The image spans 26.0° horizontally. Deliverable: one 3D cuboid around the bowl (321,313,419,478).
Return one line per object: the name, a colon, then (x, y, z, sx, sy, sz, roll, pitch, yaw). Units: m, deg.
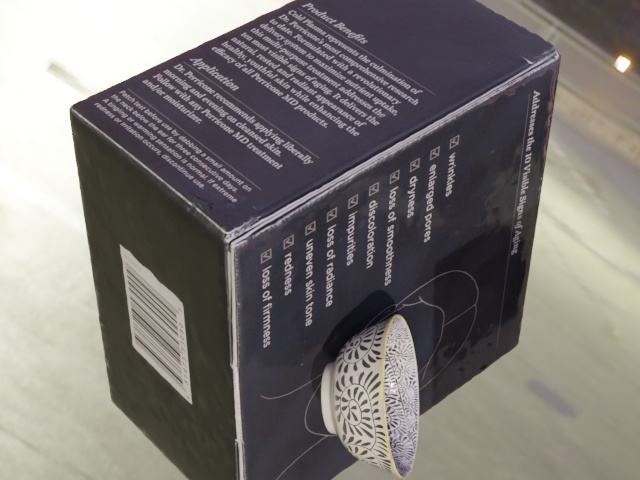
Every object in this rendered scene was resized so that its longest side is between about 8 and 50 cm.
bowl: (0.048, 0.164, 1.445, 0.080, 0.170, 0.170, -4, 5, 16)

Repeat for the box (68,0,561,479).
box: (0.000, 0.000, 1.621, 0.471, 0.480, 0.297, -29, 50, -29)
